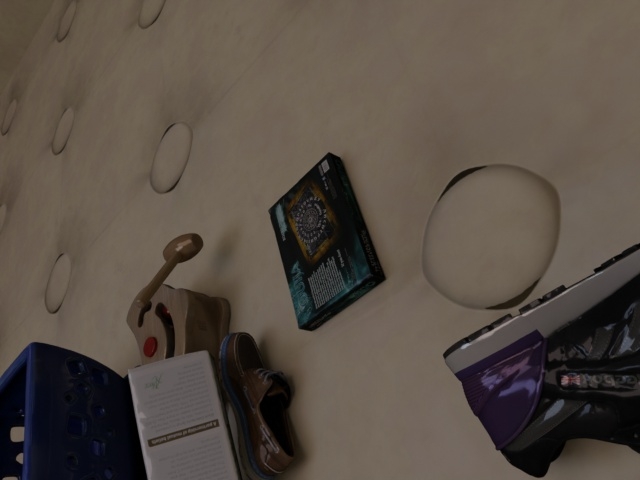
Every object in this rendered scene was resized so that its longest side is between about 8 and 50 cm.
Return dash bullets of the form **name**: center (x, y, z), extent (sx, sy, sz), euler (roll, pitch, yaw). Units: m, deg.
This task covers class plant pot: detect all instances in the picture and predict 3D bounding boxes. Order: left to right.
- **plant pot**: center (-0.371, 0.316, 0.836), extent (0.236, 0.212, 0.236), euler (-42, 50, 28)

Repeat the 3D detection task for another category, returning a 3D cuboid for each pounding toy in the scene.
- **pounding toy**: center (-0.232, 0.130, 0.797), extent (0.154, 0.154, 0.270), euler (-20, 62, 36)

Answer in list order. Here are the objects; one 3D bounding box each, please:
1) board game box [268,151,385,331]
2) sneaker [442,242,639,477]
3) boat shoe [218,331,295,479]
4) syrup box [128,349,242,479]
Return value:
- **board game box**: center (0.000, 0.000, 0.694), extent (0.126, 0.026, 0.186), euler (-39, 51, 31)
- **sneaker**: center (0.230, 0.073, 0.390), extent (0.283, 0.107, 0.124), euler (-40, 65, 35)
- **boat shoe**: center (-0.068, 0.187, 0.679), extent (0.066, 0.066, 0.183), euler (-34, 60, 25)
- **syrup box**: center (-0.142, 0.254, 0.640), extent (0.093, 0.096, 0.237), euler (108, 147, -72)
